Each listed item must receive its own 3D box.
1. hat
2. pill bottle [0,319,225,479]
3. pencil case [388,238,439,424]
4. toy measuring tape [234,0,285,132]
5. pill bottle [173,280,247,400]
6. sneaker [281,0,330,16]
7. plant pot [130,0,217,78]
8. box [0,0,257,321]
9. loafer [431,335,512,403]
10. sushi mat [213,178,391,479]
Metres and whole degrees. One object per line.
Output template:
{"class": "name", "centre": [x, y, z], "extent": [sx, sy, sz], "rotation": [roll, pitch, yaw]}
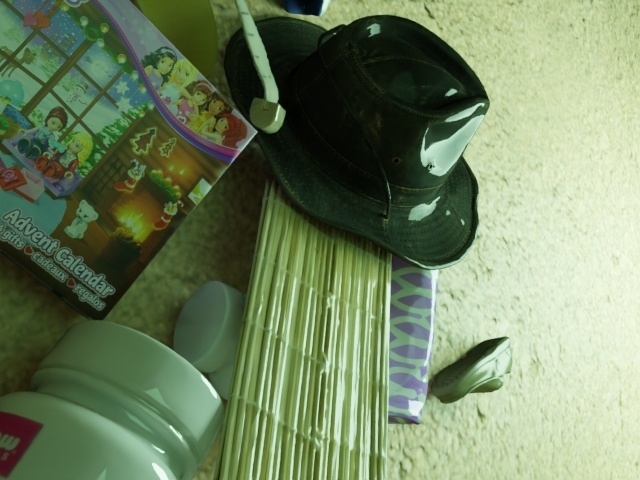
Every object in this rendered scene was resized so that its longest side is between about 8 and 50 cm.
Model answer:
{"class": "hat", "centre": [0.076, -0.135, 0.801], "extent": [0.331, 0.134, 0.331], "rotation": [28, 40, -26]}
{"class": "pill bottle", "centre": [-0.184, 0.199, 0.513], "extent": [0.160, 0.160, 0.283], "rotation": [49, 49, -24]}
{"class": "pencil case", "centre": [0.073, 0.086, 0.830], "extent": [0.088, 0.086, 0.206], "rotation": [26, 63, -45]}
{"class": "toy measuring tape", "centre": [-0.129, -0.225, 0.618], "extent": [0.121, 0.121, 0.330], "rotation": [-17, 87, -44]}
{"class": "pill bottle", "centre": [-0.034, 0.104, 0.716], "extent": [0.184, 0.103, 0.103], "rotation": [29, 62, -35]}
{"class": "sneaker", "centre": [-0.034, -0.312, 0.747], "extent": [0.296, 0.112, 0.131], "rotation": [30, 70, -66]}
{"class": "plant pot", "centre": [-0.138, -0.171, 0.704], "extent": [0.081, 0.081, 0.083], "rotation": [-36, 112, -42]}
{"class": "box", "centre": [-0.213, -0.105, 0.587], "extent": [0.293, 0.057, 0.201], "rotation": [44, 74, -27]}
{"class": "loafer", "centre": [0.184, 0.156, 0.939], "extent": [0.148, 0.056, 0.050], "rotation": [-24, 91, -43]}
{"class": "sushi mat", "centre": [-0.002, 0.095, 0.651], "extent": [0.151, 0.019, 0.316], "rotation": [33, 42, -27]}
